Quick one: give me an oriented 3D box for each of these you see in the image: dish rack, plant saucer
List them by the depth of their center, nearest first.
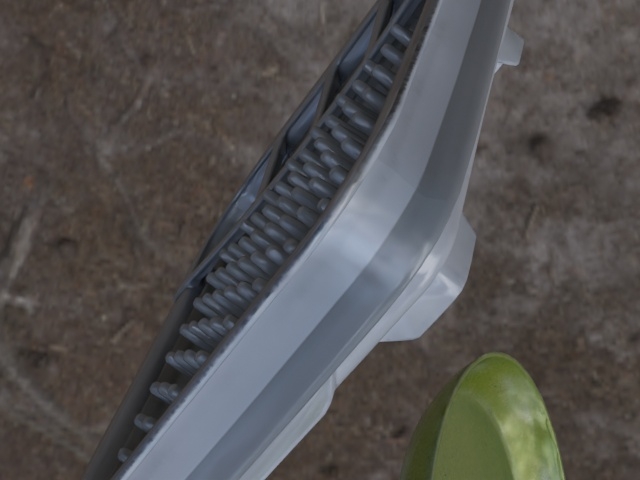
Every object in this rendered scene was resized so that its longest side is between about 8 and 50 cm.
[{"bbox_3d":[0.000,0.000,0.656,0.072,0.333,0.285,35,123,-8],"label":"dish rack"},{"bbox_3d":[0.097,0.188,0.820,0.037,0.241,0.241,-6,132,27],"label":"plant saucer"}]
